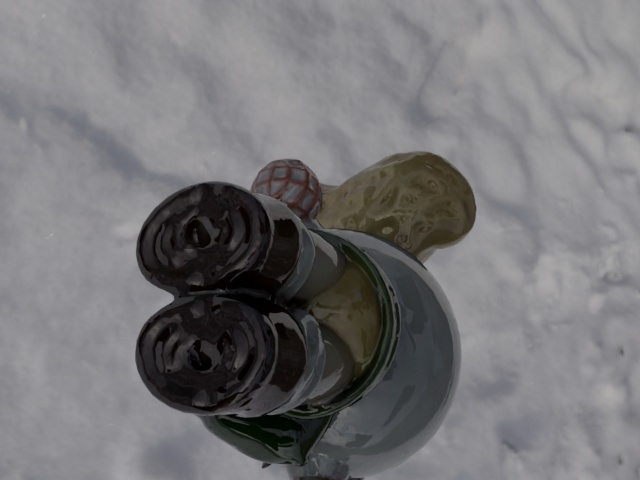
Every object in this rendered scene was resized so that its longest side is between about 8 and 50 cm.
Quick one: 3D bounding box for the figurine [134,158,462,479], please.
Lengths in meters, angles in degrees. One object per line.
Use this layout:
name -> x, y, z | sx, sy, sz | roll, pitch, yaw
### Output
figurine -> 0.002, 0.065, 0.477 | 0.370, 0.167, 0.282 | 42, 41, -68

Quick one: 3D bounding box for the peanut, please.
peanut -> 0.000, 0.000, 0.731 | 0.140, 0.325, 0.153 | 16, 57, -67
